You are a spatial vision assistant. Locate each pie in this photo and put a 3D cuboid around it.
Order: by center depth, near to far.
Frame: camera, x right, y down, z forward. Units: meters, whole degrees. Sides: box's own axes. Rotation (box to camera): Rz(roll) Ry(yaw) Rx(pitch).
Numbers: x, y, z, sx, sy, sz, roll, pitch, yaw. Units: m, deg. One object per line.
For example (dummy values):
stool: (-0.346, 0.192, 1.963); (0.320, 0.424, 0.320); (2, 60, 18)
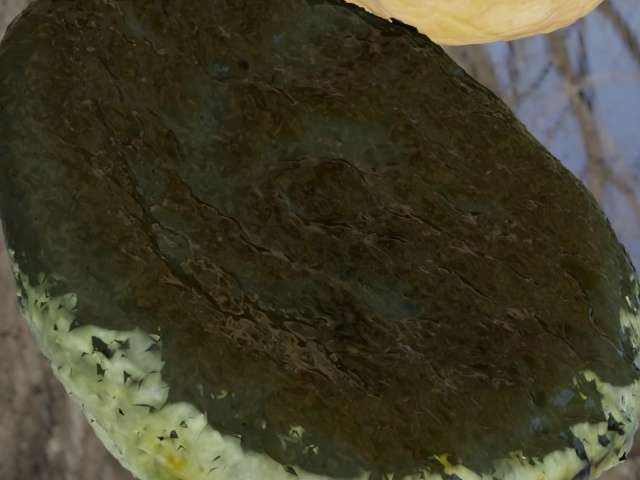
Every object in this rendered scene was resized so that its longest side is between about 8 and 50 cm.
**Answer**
pie: (0.000, 0.000, 0.771); (0.323, 0.323, 0.070); (-30, 161, -51)

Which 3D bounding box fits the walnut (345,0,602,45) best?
walnut: (0.080, -0.196, 1.043); (0.193, 0.193, 0.225); (-3, -162, 42)
